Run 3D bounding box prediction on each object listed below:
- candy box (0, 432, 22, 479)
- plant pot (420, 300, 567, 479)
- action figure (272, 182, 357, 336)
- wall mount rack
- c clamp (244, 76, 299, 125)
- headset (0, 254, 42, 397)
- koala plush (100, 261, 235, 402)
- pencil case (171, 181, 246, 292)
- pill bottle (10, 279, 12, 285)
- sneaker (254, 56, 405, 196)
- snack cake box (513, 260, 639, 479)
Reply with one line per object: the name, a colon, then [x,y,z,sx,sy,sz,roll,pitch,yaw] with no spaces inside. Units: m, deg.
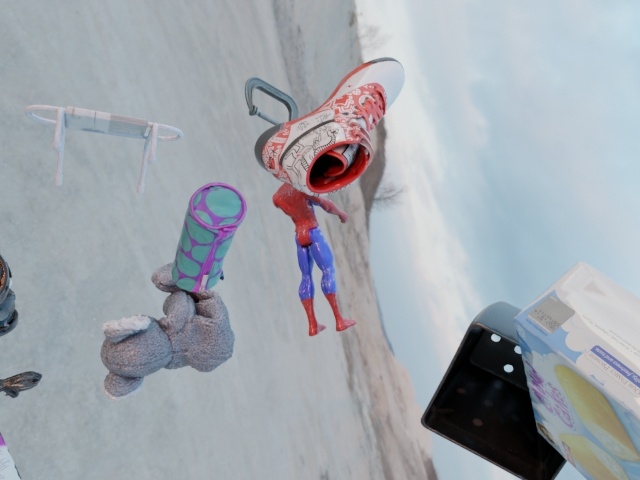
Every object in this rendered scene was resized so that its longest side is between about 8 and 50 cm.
candy box: [-0.720,0.476,1.197,0.233,0.071,0.159,60,17,10]
plant pot: [0.278,0.193,0.836,0.167,0.188,0.188,-42,154,-60]
action figure: [0.000,0.000,0.960,0.139,0.092,0.280,-20,95,-61]
wall mount rack: [-0.519,-0.213,1.406,0.304,0.350,0.130,159,-65,-66]
c clamp: [-0.092,-0.257,1.194,0.161,0.022,0.137,28,58,-34]
headset: [-0.628,0.109,1.121,0.243,0.185,0.394,114,-33,-49]
koala plush: [-0.291,0.175,1.049,0.221,0.203,0.196,-17,130,-50]
pencil case: [-0.131,0.001,0.681,0.151,0.065,0.070,-60,-137,50]
pill bottle: [-0.793,0.103,1.344,0.137,0.078,0.078,25,28,-24]
sneaker: [0.050,-0.158,0.825,0.145,0.270,0.090,38,-23,47]
snack cake box: [0.281,0.158,0.555,0.152,0.089,0.264,43,-12,44]
